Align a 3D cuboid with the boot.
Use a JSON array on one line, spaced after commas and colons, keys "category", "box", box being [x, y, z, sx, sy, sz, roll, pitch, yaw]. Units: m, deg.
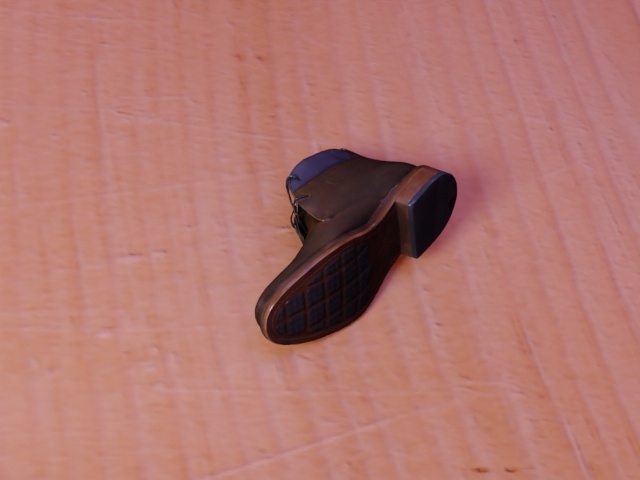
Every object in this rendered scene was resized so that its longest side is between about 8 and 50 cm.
[{"category": "boot", "box": [0.000, 0.000, 1.157, 0.106, 0.082, 0.219, 24, 42, 32]}]
